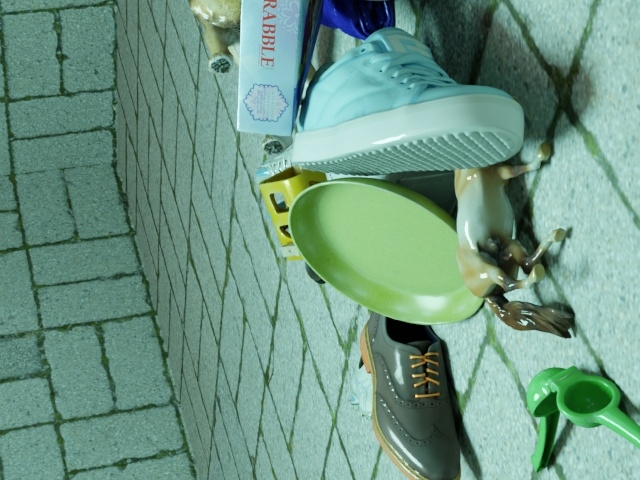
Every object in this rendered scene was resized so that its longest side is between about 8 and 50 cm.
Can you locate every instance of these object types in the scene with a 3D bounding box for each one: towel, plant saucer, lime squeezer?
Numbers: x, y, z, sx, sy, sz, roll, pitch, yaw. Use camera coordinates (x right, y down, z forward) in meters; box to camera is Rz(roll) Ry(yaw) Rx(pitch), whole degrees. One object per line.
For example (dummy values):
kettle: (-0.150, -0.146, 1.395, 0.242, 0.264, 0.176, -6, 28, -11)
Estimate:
towel: (0.009, -0.386, 1.716, 0.308, 0.076, 0.227, -138, 43, -67)
plant saucer: (0.079, 0.006, 1.483, 0.037, 0.241, 0.241, -60, -7, -33)
lime squeezer: (0.239, 0.170, 1.210, 0.310, 0.059, 0.109, 156, 106, -73)

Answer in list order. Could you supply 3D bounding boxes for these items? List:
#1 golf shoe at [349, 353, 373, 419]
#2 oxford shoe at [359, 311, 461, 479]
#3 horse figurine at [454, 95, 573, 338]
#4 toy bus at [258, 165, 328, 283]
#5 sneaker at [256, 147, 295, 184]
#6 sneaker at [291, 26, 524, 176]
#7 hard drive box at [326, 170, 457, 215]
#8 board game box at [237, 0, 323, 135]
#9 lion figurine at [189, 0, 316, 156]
golf shoe: (0.078, 0.196, 1.786, 0.176, 0.069, 0.086, -170, 78, -73)
oxford shoe: (0.112, 0.178, 1.603, 0.098, 0.097, 0.271, 107, 151, -45)
horse figurine: (0.180, -0.021, 1.311, 0.174, 0.066, 0.263, 144, 120, -64)
toy bus: (-0.008, -0.010, 1.789, 0.202, 0.104, 0.191, 39, 136, 24)
sneaker: (-0.057, -0.108, 2.080, 0.191, 0.083, 0.071, 144, 119, -71)
sneaker: (0.074, -0.148, 1.317, 0.366, 0.135, 0.150, 1, 85, 59)
hard drive box: (0.085, -0.084, 1.571, 0.232, 0.089, 0.181, 108, 151, -56)
board game box: (-0.033, -0.329, 1.443, 0.318, 0.066, 0.318, -80, -5, -55)
lion figurine: (-0.076, -0.264, 1.830, 0.240, 0.142, 0.392, -104, -8, -45)
